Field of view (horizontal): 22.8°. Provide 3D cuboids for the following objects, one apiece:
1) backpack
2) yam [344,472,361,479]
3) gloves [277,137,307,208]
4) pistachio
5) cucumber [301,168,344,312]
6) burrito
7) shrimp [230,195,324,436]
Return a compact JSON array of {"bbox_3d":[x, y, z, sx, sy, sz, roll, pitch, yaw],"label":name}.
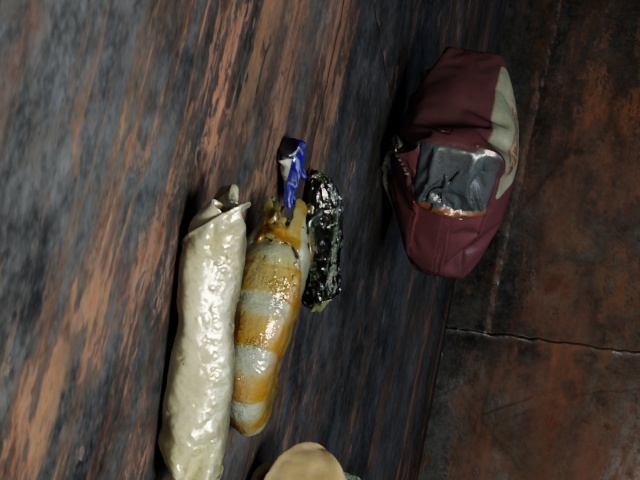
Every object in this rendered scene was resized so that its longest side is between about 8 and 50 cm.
[{"bbox_3d":[0.195,-0.100,2.411,0.283,0.197,0.317,-71,170,-47],"label":"backpack"},{"bbox_3d":[0.002,0.403,2.067,0.107,0.107,0.194,-42,140,-73],"label":"yam"},{"bbox_3d":[-0.028,-0.076,1.699,0.064,0.026,0.086,-73,167,-44],"label":"gloves"},{"bbox_3d":[-0.030,0.338,1.769,0.157,0.157,0.229,85,5,-53],"label":"pistachio"},{"bbox_3d":[0.000,0.000,1.865,0.053,0.053,0.181,-65,158,-55],"label":"cucumber"},{"bbox_3d":[-0.100,0.087,1.381,0.082,0.059,0.275,-67,164,-76],"label":"burrito"},{"bbox_3d":[-0.053,0.110,1.618,0.287,0.068,0.185,90,16,-47],"label":"shrimp"}]
